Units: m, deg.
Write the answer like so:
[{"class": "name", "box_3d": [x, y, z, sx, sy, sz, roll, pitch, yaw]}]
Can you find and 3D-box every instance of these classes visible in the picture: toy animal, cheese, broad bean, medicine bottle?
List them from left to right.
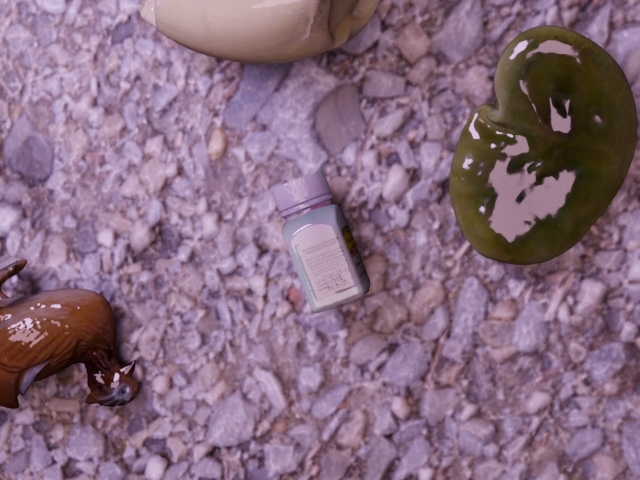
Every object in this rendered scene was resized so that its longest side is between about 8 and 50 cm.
[{"class": "toy animal", "box_3d": [-0.280, 0.115, 0.816, 0.188, 0.089, 0.179, -32, 105, 5]}, {"class": "cheese", "box_3d": [-0.049, -0.284, 0.716, 0.233, 0.127, 0.266, 19, 96, 10]}, {"class": "medicine bottle", "box_3d": [0.000, 0.000, 0.758, 0.055, 0.074, 0.118, -22, 91, 11]}, {"class": "broad bean", "box_3d": [0.195, -0.081, 0.730, 0.153, 0.072, 0.207, 10, 109, 11]}]
